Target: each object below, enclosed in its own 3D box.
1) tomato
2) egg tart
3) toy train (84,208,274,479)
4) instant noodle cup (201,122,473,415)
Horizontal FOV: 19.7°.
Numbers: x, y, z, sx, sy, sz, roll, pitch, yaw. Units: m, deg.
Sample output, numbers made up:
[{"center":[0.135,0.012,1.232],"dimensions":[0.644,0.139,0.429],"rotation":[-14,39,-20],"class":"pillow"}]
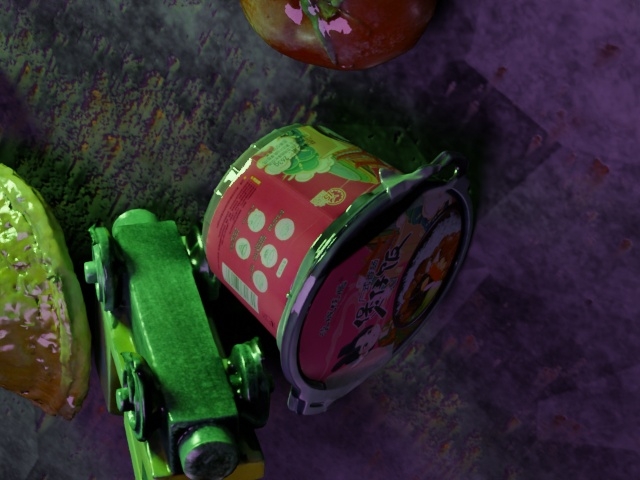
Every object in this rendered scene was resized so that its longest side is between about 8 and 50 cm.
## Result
[{"center":[0.000,-0.264,1.701],"dimensions":[0.237,0.095,0.236],"rotation":[18,122,31],"class":"tomato"},{"center":[-0.384,0.062,2.161],"dimensions":[0.341,0.132,0.341],"rotation":[39,140,42],"class":"egg tart"},{"center":[-0.158,0.148,1.987],"dimensions":[0.397,0.160,0.253],"rotation":[-114,22,-49],"class":"toy train"},{"center":[0.000,0.000,1.824],"dimensions":[0.181,0.258,0.302],"rotation":[38,97,28],"class":"instant noodle cup"}]
